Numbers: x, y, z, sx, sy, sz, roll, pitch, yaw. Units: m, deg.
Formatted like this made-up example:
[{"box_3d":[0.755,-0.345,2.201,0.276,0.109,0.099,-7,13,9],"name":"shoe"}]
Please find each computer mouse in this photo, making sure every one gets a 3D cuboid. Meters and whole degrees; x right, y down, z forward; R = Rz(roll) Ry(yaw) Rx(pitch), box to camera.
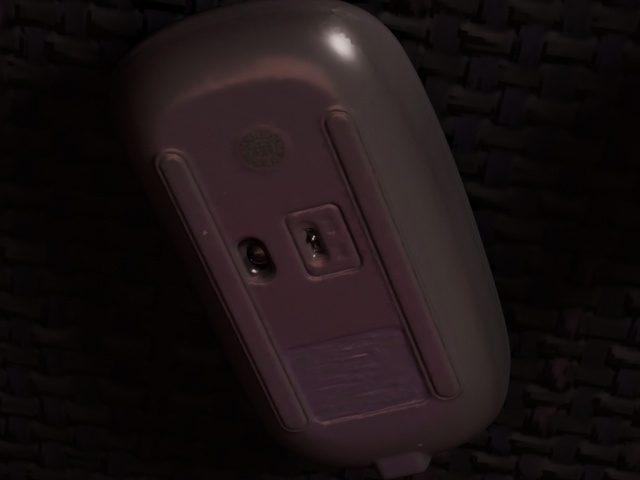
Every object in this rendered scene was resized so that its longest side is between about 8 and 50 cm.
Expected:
[{"box_3d":[0.000,-0.001,0.792,0.120,0.057,0.232,-14,126,15],"name":"computer mouse"}]
